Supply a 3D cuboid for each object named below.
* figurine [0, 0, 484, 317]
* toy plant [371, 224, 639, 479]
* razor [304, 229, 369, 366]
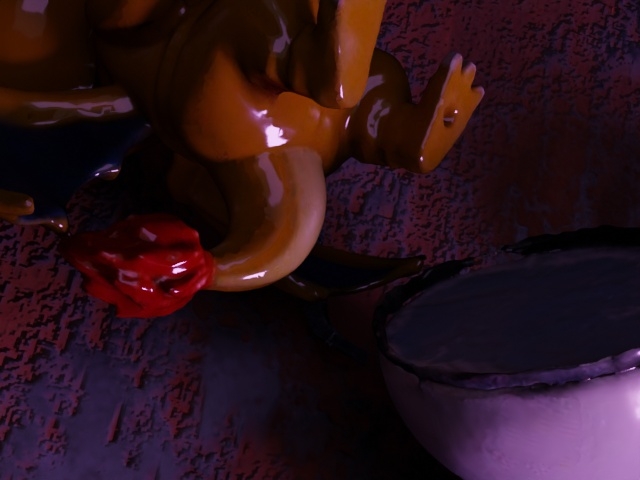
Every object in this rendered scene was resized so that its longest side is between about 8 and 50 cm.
[{"bbox_3d":[-0.127,-0.111,0.905,0.401,0.387,0.268,-5,111,-56],"label":"figurine"},{"bbox_3d":[0.175,0.179,0.963,0.247,0.247,0.332,-25,113,-30],"label":"toy plant"},{"bbox_3d":[-0.005,0.002,1.095,0.066,0.033,0.190,36,40,-60],"label":"razor"}]
